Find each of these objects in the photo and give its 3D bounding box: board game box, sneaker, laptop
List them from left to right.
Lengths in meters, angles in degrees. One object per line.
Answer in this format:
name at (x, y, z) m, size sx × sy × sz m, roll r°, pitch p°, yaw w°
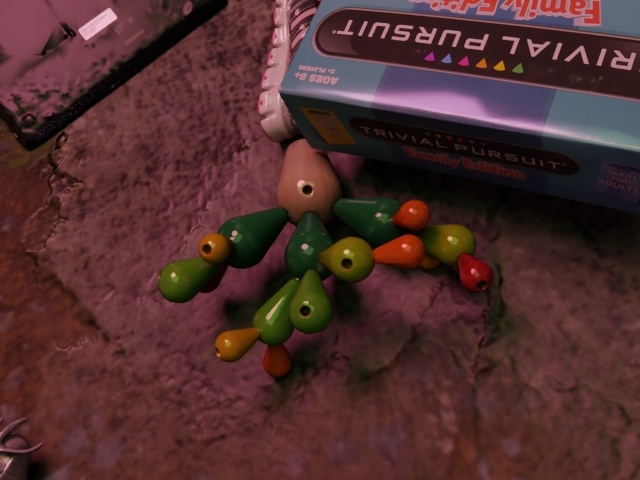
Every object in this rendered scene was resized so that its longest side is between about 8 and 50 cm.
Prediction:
laptop at (-0.261, -0.248, 0.774) m, size 0.234 × 0.136 × 0.264 m, roll -39°, pitch 87°, yaw -6°
sneaker at (0.001, -0.159, 0.637) m, size 0.075 × 0.063 × 0.170 m, roll 3°, pitch 70°, yaw 16°
board game box at (0.154, -0.202, 0.541) m, size 0.254 × 0.079 × 0.336 m, roll 14°, pitch 70°, yaw 26°

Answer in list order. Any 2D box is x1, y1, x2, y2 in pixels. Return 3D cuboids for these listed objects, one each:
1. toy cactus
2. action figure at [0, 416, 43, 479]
toy cactus at (0.000, 0.000, 0.551) m, size 0.219 × 0.112 × 0.180 m, roll -15°, pitch 43°, yaw 10°
action figure at (-0.283, 0.234, 0.496) m, size 0.185 × 0.099 × 0.285 m, roll 25°, pitch 68°, yaw 33°
